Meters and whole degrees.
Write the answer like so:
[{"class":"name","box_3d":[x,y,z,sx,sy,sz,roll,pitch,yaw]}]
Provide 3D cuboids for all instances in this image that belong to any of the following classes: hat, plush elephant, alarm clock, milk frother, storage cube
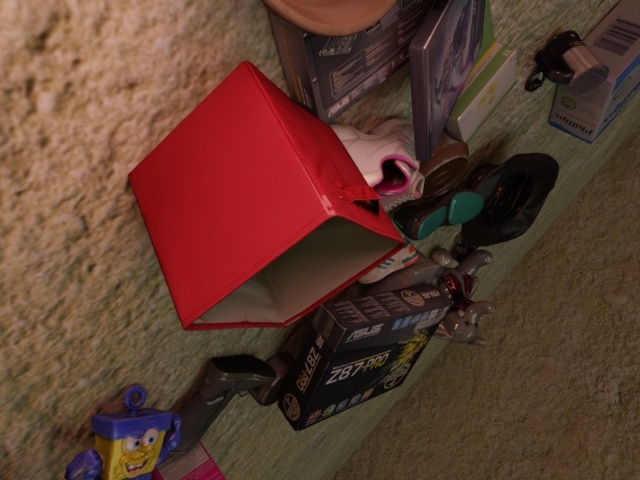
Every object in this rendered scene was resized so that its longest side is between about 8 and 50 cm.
[{"class":"hat","box_3d":[0.495,-0.132,1.266,0.331,0.134,0.331,-17,131,-20]},{"class":"plush elephant","box_3d":[0.442,0.211,1.451,0.272,0.255,0.330,8,127,-38]},{"class":"alarm clock","box_3d":[-0.117,0.332,1.047,0.192,0.064,0.129,3,123,-52]},{"class":"milk frother","box_3d":[0.569,-0.385,1.055,0.129,0.134,0.143,-17,147,5]},{"class":"storage cube","box_3d":[-0.054,-0.033,0.492,0.215,0.193,0.184,-37,156,19]}]

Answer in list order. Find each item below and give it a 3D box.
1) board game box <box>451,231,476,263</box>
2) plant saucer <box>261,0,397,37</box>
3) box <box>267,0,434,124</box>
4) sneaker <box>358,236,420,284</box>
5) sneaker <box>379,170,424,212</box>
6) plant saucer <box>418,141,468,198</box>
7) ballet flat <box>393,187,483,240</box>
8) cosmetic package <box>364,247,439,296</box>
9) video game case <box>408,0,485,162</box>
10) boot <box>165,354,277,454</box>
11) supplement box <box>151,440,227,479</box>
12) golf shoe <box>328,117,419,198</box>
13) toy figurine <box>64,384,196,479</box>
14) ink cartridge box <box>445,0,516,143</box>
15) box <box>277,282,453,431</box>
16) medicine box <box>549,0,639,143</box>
[{"class":"board game box","box_3d":[0.533,-0.015,1.553,0.170,0.048,0.141,-41,152,-15]},{"class":"plant saucer","box_3d":[0.001,-0.314,0.359,0.278,0.041,0.277,-22,122,-40]},{"class":"box","box_3d":[0.052,-0.274,0.543,0.231,0.056,0.183,-41,149,-14]},{"class":"sneaker","box_3d":[0.156,0.047,1.095,0.161,0.075,0.057,-26,-176,7]},{"class":"sneaker","box_3d":[0.160,-0.089,0.909,0.051,0.070,0.134,-2,128,-57]},{"class":"plant saucer","box_3d":[0.254,-0.143,0.969,0.168,0.029,0.168,-27,159,-11]},{"class":"ballet flat","box_3d":[0.276,-0.078,1.060,0.280,0.096,0.095,-18,126,-39]},{"class":"cosmetic package","box_3d":[0.202,0.142,1.218,0.127,0.107,0.237,-10,130,-45]},{"class":"video game case","box_3d":[0.189,-0.278,0.644,0.274,0.026,0.196,-63,154,-24]},{"class":"boot","box_3d":[-0.206,0.332,0.903,0.190,0.076,0.208,22,100,-46]},{"class":"supplement box","box_3d":[-0.256,0.538,0.932,0.114,0.220,0.111,-20,140,-41]},{"class":"golf shoe","box_3d":[0.110,-0.121,0.728,0.306,0.140,0.115,-21,140,-44]},{"class":"toy figurine","box_3d":[-0.345,0.332,0.698,0.363,0.191,0.217,19,79,-53]},{"class":"ink cartridge box","box_3d":[0.297,-0.307,0.856,0.171,0.056,0.235,-51,154,5]},{"class":"box","box_3d":[0.115,0.269,1.092,0.395,0.097,0.318,-3,124,-42]},{"class":"medicine box","box_3d":[0.825,-0.478,1.292,0.263,0.149,0.289,-47,151,-4]}]
